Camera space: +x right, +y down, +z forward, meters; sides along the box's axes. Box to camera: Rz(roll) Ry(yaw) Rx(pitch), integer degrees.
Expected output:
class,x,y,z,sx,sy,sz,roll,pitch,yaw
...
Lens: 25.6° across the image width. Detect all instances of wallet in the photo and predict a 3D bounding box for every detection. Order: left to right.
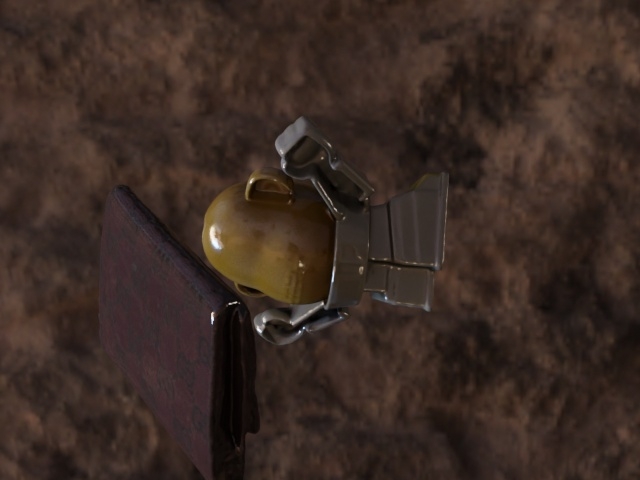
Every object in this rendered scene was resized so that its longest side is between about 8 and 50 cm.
class,x,y,z,sx,sy,sz,roll,pitch,yaw
wallet,-0.121,0.073,1.143,0.049,0.182,0.229,-14,-146,-28

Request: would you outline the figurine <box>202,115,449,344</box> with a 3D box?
class,x,y,z,sx,sy,sz,roll,pitch,yaw
figurine,0.000,0.000,1.698,0.285,0.342,0.167,2,-157,-5
